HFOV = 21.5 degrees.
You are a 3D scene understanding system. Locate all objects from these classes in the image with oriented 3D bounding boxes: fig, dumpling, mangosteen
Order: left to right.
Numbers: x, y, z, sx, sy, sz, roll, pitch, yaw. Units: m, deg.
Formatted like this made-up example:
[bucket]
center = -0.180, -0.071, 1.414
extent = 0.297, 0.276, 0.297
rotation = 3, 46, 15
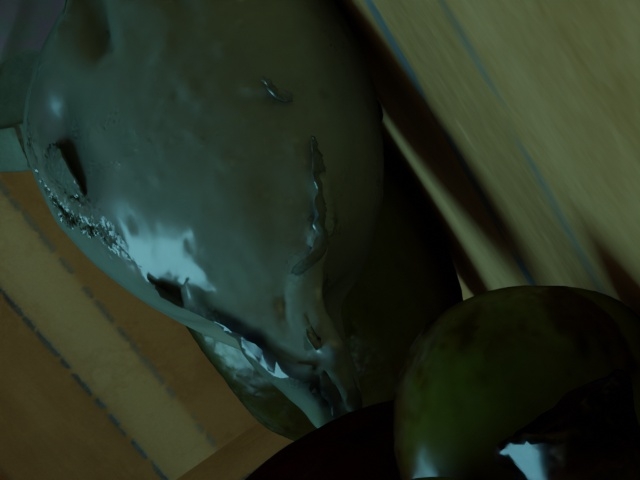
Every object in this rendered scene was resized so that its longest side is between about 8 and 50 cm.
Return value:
[dumpling]
center = -0.036, -0.029, 0.680
extent = 0.172, 0.142, 0.247
rotation = 39, -150, -70
[fig]
center = -0.001, 0.002, 0.848
extent = 0.170, 0.145, 0.274
rotation = 52, 161, 22
[mangosteen]
center = 0.053, 0.123, 0.473
extent = 0.215, 0.215, 0.258
rotation = 54, 148, 42

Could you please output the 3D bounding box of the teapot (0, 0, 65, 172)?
[teapot]
center = -0.177, -0.126, 0.794
extent = 0.178, 0.221, 0.163
rotation = -110, 9, -67
